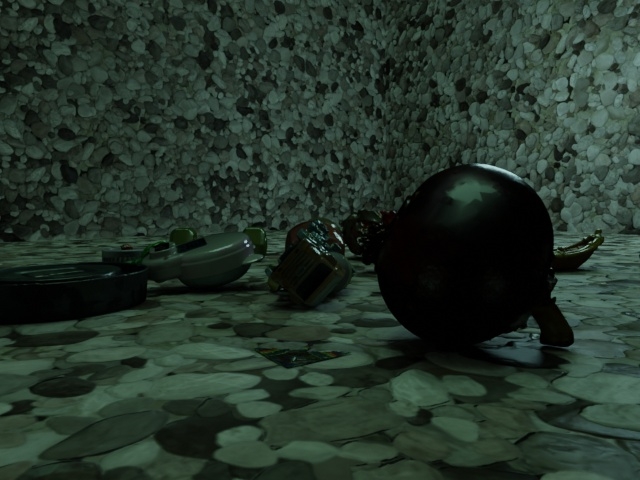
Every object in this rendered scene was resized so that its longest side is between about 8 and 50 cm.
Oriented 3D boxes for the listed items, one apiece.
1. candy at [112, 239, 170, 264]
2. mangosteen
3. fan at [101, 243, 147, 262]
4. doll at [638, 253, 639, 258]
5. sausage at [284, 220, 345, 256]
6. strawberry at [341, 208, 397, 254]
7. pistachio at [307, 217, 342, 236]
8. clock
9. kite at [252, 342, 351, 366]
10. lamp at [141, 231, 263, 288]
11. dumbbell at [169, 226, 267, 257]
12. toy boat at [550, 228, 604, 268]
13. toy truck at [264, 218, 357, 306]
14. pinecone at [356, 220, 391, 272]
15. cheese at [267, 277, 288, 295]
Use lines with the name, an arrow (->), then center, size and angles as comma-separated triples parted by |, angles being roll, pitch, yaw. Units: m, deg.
candy -> -0.503, 0.068, 1.227 | 0.323, 0.097, 0.097 | -10, 6, -12
mangosteen -> 0.203, 0.037, 0.621 | 0.261, 0.235, 0.235 | 34, 9, 7
fan -> -0.484, 0.044, 1.424 | 0.244, 0.074, 0.130 | -2, 4, -30
doll -> 0.860, 0.050, 1.273 | 0.227, 0.057, 0.114 | 7, 4, -37
sausage -> -0.019, 0.023, 1.212 | 0.148, 0.148, 0.254 | -2, -1, -12
strawberry -> 0.236, -0.005, 1.640 | 0.336, 0.149, 0.265 | 9, -8, -27
pistachio -> 0.000, 0.000, 1.604 | 0.138, 0.153, 0.238 | -42, 11, -10
clock -> -0.478, 0.085, 0.915 | 0.319, 0.066, 0.319 | 0, 5, 0
kite -> -0.028, 0.132, 0.588 | 0.122, 0.004, 0.090 | 1, 5, 17
lamp -> -0.251, 0.050, 1.079 | 0.246, 0.108, 0.179 | -9, 10, -15
dumbbell -> -0.321, 0.012, 1.605 | 0.302, 0.108, 0.121 | -1, 5, -2
toy boat -> 0.593, 0.029, 1.321 | 0.318, 0.099, 0.141 | -4, 1, -10
toy truck -> -0.002, 0.049, 0.953 | 0.140, 0.108, 0.257 | 42, 9, 0
pinecone -> 0.156, 0.012, 1.299 | 0.121, 0.140, 0.140 | 45, -19, -25
cheese -> -0.067, 0.088, 1.004 | 0.086, 0.036, 0.162 | 5, 5, 0
